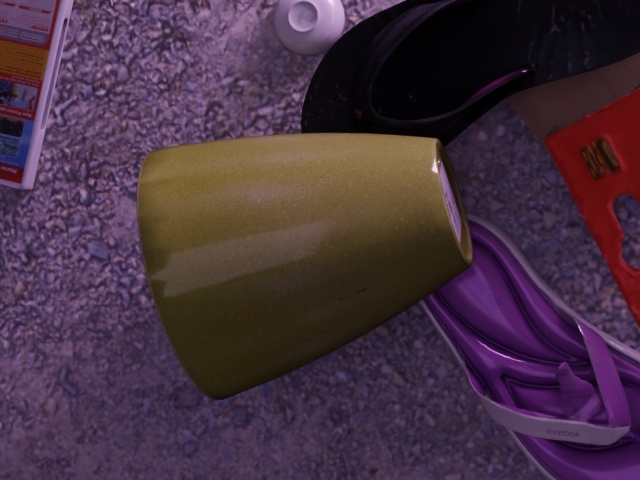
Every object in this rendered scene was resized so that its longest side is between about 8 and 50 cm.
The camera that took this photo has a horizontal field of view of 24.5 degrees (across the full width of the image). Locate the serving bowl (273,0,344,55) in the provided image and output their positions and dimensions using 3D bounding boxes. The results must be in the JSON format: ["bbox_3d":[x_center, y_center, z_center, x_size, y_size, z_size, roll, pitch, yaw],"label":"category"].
[{"bbox_3d":[-0.016,-0.251,1.661,0.083,0.027,0.083,0,90,14],"label":"serving bowl"}]

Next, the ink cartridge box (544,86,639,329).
[{"bbox_3d":[0.434,-0.050,1.423,0.385,0.091,0.308,-28,85,27],"label":"ink cartridge box"}]

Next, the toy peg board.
[{"bbox_3d":[0.268,-0.204,1.573,0.160,0.079,0.161,-43,79,27],"label":"toy peg board"}]

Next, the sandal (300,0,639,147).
[{"bbox_3d":[0.143,-0.194,1.531,0.446,0.107,0.167,-26,88,30],"label":"sandal"}]

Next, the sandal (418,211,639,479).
[{"bbox_3d":[0.236,0.142,1.553,0.416,0.102,0.169,43,100,13],"label":"sandal"}]

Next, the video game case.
[{"bbox_3d":[-0.409,-0.219,1.765,0.204,0.025,0.285,14,93,14],"label":"video game case"}]

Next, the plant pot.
[{"bbox_3d":[0.000,0.000,1.531,0.293,0.275,0.274,-14,86,13],"label":"plant pot"}]
